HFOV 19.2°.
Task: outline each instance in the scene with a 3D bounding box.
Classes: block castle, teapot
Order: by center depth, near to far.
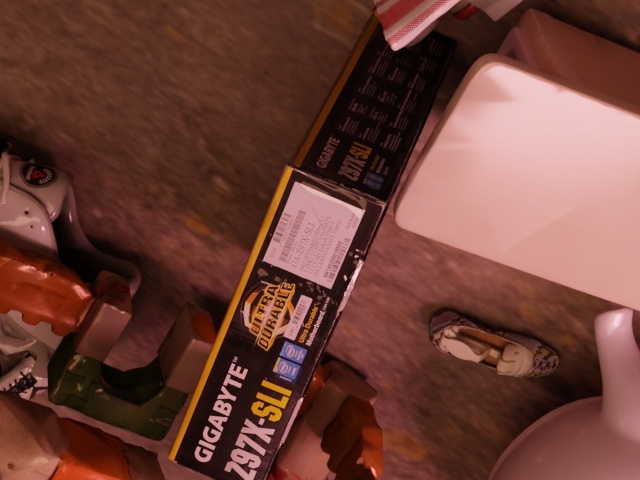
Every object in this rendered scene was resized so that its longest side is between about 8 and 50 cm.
[{"bbox_3d":[-0.161,0.192,1.485,0.453,0.303,0.213,23,113,-23],"label":"block castle"},{"bbox_3d":[0.224,0.221,1.550,0.256,0.187,0.252,-39,137,7],"label":"teapot"}]

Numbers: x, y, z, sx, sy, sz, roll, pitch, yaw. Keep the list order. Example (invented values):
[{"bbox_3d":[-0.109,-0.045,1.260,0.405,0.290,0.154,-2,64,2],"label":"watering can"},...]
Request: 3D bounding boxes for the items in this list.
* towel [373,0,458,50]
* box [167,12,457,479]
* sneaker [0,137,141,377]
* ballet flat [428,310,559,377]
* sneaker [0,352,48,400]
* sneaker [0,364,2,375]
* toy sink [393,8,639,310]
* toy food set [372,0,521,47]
[{"bbox_3d":[0.088,-0.239,1.352,0.144,0.197,0.029,-37,133,25],"label":"towel"},{"bbox_3d":[0.000,0.000,1.405,0.079,0.322,0.257,22,119,2],"label":"box"},{"bbox_3d":[-0.284,-0.042,1.567,0.146,0.122,0.330,-36,114,23],"label":"sneaker"},{"bbox_3d":[0.142,0.094,1.580,0.114,0.041,0.041,20,118,2],"label":"ballet flat"},{"bbox_3d":[-0.269,0.132,1.686,0.109,0.044,0.040,-35,102,23],"label":"sneaker"},{"bbox_3d":[-0.420,0.137,1.685,0.302,0.108,0.121,-26,103,21],"label":"sneaker"},{"bbox_3d":[0.177,-0.069,1.413,0.234,0.131,0.153,18,120,-19],"label":"toy sink"},{"bbox_3d":[0.159,-0.205,1.389,0.232,0.111,0.104,-37,103,25],"label":"toy food set"}]
